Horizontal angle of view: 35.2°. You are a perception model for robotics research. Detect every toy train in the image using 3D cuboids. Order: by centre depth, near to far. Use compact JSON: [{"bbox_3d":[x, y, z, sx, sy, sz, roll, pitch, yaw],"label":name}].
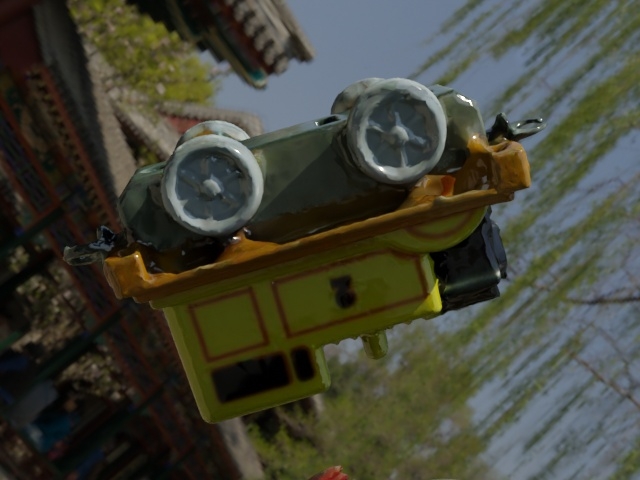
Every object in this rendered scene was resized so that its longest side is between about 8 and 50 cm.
[{"bbox_3d":[0.000,0.000,0.449,0.089,0.219,0.127,-116,-170,-77],"label":"toy train"}]

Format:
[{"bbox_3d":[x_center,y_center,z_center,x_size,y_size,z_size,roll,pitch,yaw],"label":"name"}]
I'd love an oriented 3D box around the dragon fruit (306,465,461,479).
[{"bbox_3d":[0.043,0.170,0.364,0.182,0.182,0.188,35,4,42],"label":"dragon fruit"}]
